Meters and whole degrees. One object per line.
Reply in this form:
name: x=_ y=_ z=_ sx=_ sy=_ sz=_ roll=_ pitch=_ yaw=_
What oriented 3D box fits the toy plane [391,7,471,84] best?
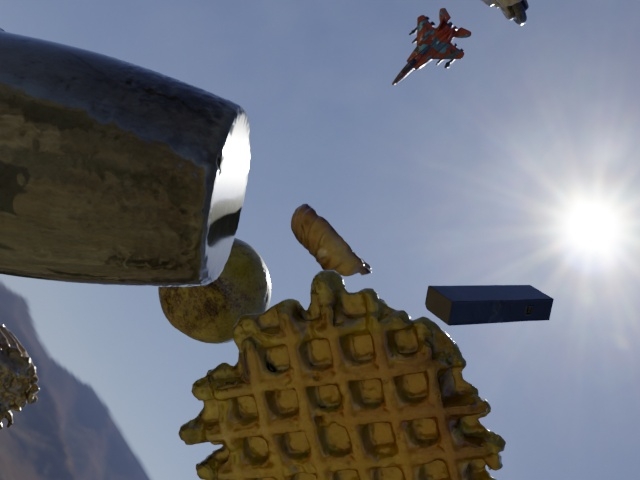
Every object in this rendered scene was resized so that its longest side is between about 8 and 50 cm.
toy plane: x=0.219 y=-0.391 z=1.848 sx=0.130 sy=0.189 sz=0.061 roll=46 pitch=11 yaw=11

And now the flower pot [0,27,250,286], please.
flower pot: x=-0.265 y=-0.076 z=1.046 sx=0.330 sy=0.294 sz=0.294 roll=13 pitch=-33 yaw=5

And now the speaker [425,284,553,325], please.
speaker: x=0.297 y=0.110 z=1.558 sx=0.082 sy=0.218 sz=0.044 roll=36 pitch=-58 yaw=58

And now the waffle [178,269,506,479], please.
waffle: x=0.016 y=0.197 z=0.903 sx=0.307 sy=0.312 sz=0.060 roll=46 pitch=20 yaw=2

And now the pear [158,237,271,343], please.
pear: x=-0.187 y=0.085 z=1.544 sx=0.197 sy=0.197 sz=0.197 roll=46 pitch=-25 yaw=28

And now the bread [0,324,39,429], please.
bread: x=-0.653 y=0.258 z=1.595 sx=0.149 sy=0.274 sz=0.274 roll=53 pitch=-20 yaw=41

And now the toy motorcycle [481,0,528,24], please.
toy motorcycle: x=0.249 y=-0.455 z=1.388 sx=0.171 sy=0.110 sz=0.260 roll=51 pitch=13 yaw=-54

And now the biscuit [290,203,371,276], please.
biscuit: x=0.000 y=0.000 z=1.453 sx=0.118 sy=0.061 sz=0.183 roll=49 pitch=-3 yaw=-40
